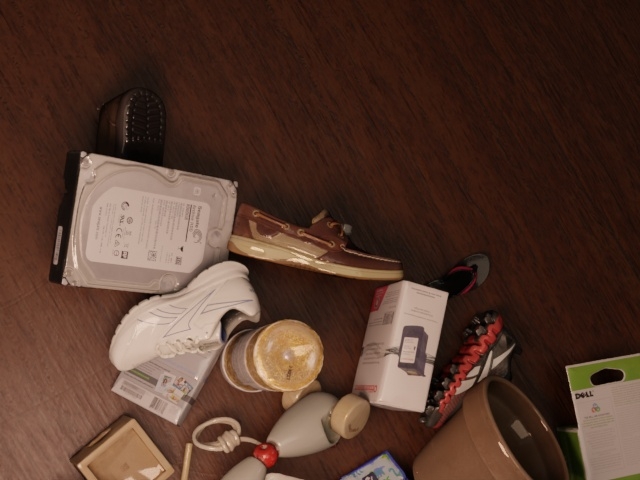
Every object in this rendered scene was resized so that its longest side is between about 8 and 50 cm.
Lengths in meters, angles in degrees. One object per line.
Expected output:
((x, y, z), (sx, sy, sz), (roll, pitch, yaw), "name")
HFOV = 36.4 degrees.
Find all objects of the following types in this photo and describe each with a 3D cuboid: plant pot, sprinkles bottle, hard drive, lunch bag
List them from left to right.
((-0.313, -0.021, 1.772), (0.339, 0.064, 0.237), (10, 88, -42), "hard drive")
((-0.095, 0.210, 1.732), (0.121, 0.355, 0.121), (2, 81, -15), "sprinkles bottle")
((0.116, 0.503, 1.887), (0.129, 0.096, 0.151), (-28, 75, -15), "lunch bag")
((0.310, 0.426, 1.862), (0.229, 0.263, 0.263), (-39, 94, 24), "plant pot")

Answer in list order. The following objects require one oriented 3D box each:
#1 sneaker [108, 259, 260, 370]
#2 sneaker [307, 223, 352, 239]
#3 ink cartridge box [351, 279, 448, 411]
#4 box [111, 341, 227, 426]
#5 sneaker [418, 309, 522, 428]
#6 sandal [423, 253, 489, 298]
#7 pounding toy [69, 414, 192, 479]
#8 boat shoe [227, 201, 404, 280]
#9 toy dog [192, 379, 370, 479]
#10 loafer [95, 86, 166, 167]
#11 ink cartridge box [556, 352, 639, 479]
((-0.244, 0.153, 1.752), (0.297, 0.111, 0.129), (-32, 58, -3), "sneaker")
((-0.009, 0.016, 1.938), (0.170, 0.063, 0.075), (-11, 78, -21), "sneaker")
((0.152, 0.210, 1.895), (0.100, 0.172, 0.237), (16, 78, -13), "ink cartridge box")
((-0.282, 0.233, 1.819), (0.145, 0.038, 0.186), (24, 76, 12), "box")
((0.310, 0.280, 1.966), (0.135, 0.097, 0.276), (40, 76, -10), "sneaker")
((0.285, 0.086, 2.019), (0.179, 0.040, 0.067), (-29, 90, -17), "sandal")
((-0.320, 0.423, 1.781), (0.181, 0.094, 0.206), (-40, 102, -22), "pounding toy")
((0.000, 0.000, 1.849), (0.342, 0.123, 0.123), (12, 87, -3), "boat shoe")
((-0.057, 0.397, 1.814), (0.333, 0.220, 0.161), (-25, 128, -18), "toy dog")
((-0.376, -0.105, 1.843), (0.134, 0.130, 0.366), (12, 87, -47), "loafer")
((0.596, 0.378, 2.032), (0.189, 0.097, 0.255), (-7, 82, -16), "ink cartridge box")
